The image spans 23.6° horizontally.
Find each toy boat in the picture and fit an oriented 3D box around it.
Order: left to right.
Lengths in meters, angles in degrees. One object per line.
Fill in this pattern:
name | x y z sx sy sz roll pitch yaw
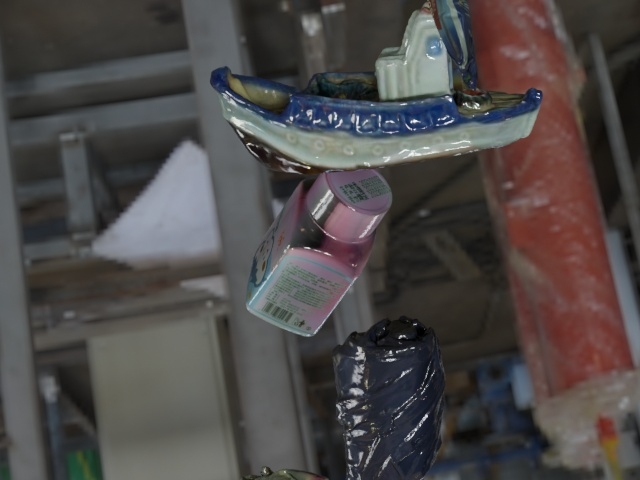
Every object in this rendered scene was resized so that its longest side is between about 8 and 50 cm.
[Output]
toy boat | 0.041 -0.122 1.212 0.262 0.115 0.114 -7 -164 13

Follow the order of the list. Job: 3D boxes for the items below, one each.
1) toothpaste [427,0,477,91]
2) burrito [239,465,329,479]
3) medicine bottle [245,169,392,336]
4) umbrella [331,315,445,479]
toothpaste | 0.066 -0.110 0.771 0.019 0.083 0.027 -18 143 10
burrito | -0.034 0.266 1.480 0.066 0.096 0.309 -40 -178 -17
medicine bottle | 0.000 0.000 1.642 0.094 0.119 0.188 24 132 -12
umbrella | 0.040 0.161 0.951 0.071 0.248 0.071 0 -157 0
